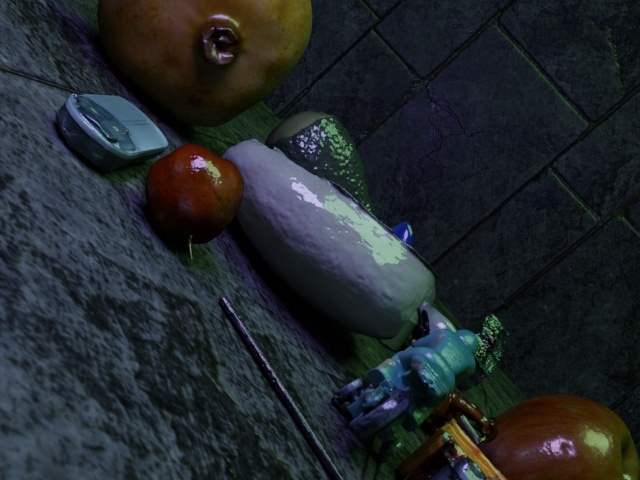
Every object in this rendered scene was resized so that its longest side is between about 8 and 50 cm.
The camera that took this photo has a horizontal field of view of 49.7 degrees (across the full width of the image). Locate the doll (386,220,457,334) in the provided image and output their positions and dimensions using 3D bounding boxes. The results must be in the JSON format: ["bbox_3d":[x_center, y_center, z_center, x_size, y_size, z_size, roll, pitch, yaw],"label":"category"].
[{"bbox_3d":[0.180,0.082,1.775,0.365,0.187,0.376,53,-17,-29],"label":"doll"}]

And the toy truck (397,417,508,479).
[{"bbox_3d":[0.215,0.368,0.871,0.270,0.114,0.135,49,13,19],"label":"toy truck"}]

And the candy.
[{"bbox_3d":[0.000,0.000,1.155,0.427,0.186,0.386,45,1,-6],"label":"candy"}]

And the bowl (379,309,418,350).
[{"bbox_3d":[0.142,0.131,1.524,0.211,0.112,0.211,48,8,-9],"label":"bowl"}]

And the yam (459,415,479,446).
[{"bbox_3d":[0.291,0.364,1.485,0.234,0.029,0.027,54,-18,32],"label":"yam"}]

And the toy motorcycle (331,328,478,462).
[{"bbox_3d":[0.129,0.193,0.924,0.109,0.198,0.296,55,11,9],"label":"toy motorcycle"}]

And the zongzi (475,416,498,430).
[{"bbox_3d":[0.403,0.438,1.651,0.119,0.055,0.109,36,8,-6],"label":"zongzi"}]

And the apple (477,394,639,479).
[{"bbox_3d":[0.457,0.420,1.280,0.301,0.301,0.301,47,9,-10],"label":"apple"}]

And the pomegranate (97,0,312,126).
[{"bbox_3d":[-0.212,-0.420,1.314,0.416,0.417,0.416,47,9,-10],"label":"pomegranate"}]

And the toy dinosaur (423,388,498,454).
[{"bbox_3d":[0.231,0.313,1.236,0.208,0.097,0.432,43,1,32],"label":"toy dinosaur"}]

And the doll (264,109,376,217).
[{"bbox_3d":[0.005,-0.128,1.630,0.349,0.247,0.247,59,9,-1],"label":"doll"}]

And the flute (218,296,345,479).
[{"bbox_3d":[-0.048,0.165,0.784,0.269,0.014,0.014,53,10,26],"label":"flute"}]

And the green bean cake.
[{"bbox_3d":[0.426,0.305,1.877,0.107,0.193,0.208,54,10,0],"label":"green bean cake"}]

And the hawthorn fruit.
[{"bbox_3d":[-0.165,-0.052,0.866,0.125,0.140,0.125,29,-19,11],"label":"hawthorn fruit"}]

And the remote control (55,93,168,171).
[{"bbox_3d":[-0.271,-0.144,0.916,0.104,0.052,0.247,46,9,-5],"label":"remote control"}]

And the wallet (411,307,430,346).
[{"bbox_3d":[0.224,0.227,1.572,0.030,0.111,0.166,9,10,4],"label":"wallet"}]
